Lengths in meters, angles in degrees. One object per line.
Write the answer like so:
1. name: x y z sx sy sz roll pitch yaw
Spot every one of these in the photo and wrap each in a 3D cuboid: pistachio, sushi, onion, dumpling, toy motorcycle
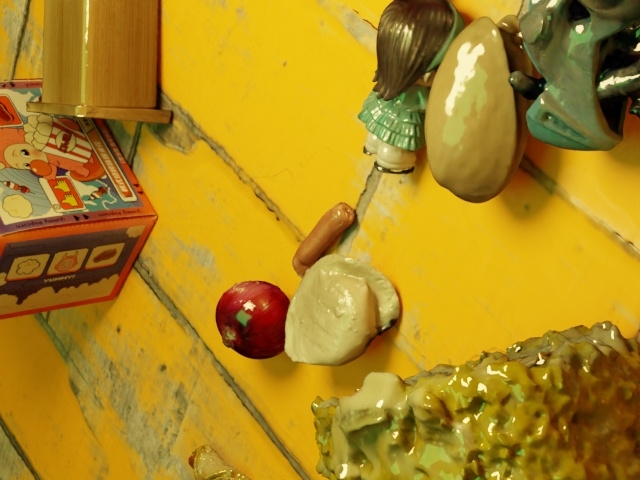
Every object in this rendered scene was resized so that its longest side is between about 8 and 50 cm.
1. pistachio: 0.192 -0.156 1.406 0.135 0.135 0.226 24 112 44
2. sushi: 0.191 0.235 1.307 0.396 0.351 0.240 -22 80 50
3. onion: -0.100 0.121 1.805 0.131 0.131 0.131 12 106 48
4. dumpling: 0.024 0.099 1.675 0.176 0.092 0.150 -32 74 48
5. toy motorcycle: 0.258 -0.264 1.273 0.232 0.172 0.416 -42 74 38

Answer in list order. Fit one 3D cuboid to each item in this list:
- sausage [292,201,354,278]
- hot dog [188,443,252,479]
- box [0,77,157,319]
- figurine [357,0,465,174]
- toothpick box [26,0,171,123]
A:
1. sausage: 0.000 0.000 1.729 0.158 0.036 0.042 -53 47 41
2. hot dog: -0.177 0.401 1.989 0.169 0.061 0.078 28 119 43
3. box: -0.531 -0.077 2.114 0.349 0.318 0.257 57 135 27
4. figurine: 0.108 -0.208 1.515 0.138 0.110 0.246 58 143 42
5. toothpick box: -0.368 -0.357 1.989 0.187 0.190 0.308 11 100 48
